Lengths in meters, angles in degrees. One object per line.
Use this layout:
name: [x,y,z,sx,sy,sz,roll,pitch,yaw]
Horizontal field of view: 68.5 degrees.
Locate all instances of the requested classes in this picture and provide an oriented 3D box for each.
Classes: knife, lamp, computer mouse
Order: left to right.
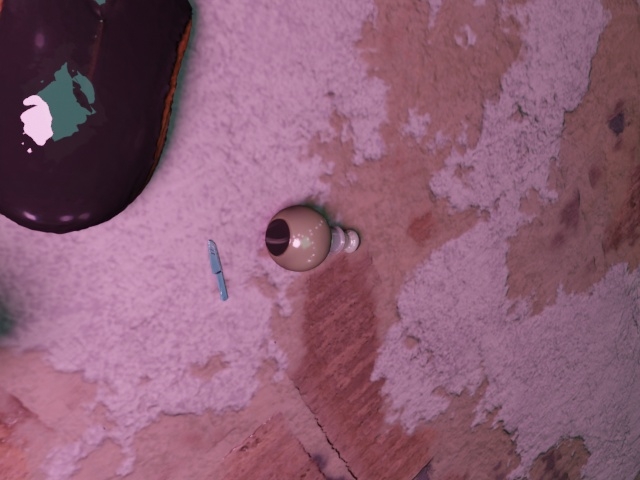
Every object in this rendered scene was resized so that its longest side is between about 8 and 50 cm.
computer mouse: [-0.236,-0.161,0.468,0.183,0.116,0.323,11,96,-36]
knife: [-0.140,0.042,0.636,0.014,0.005,0.090,-17,110,-27]
lamp: [0.000,0.000,0.668,0.163,0.091,0.090,5,100,-46]
